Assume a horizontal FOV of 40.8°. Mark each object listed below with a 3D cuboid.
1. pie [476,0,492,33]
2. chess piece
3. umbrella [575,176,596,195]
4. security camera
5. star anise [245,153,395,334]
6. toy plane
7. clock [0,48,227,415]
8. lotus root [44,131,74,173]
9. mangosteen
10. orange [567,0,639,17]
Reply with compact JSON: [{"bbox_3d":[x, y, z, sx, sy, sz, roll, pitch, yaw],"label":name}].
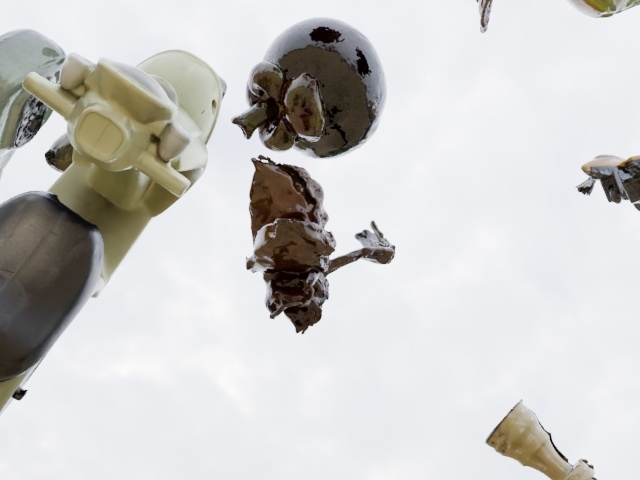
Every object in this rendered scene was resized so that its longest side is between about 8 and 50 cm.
[{"bbox_3d":[0.233,-0.388,1.184,0.033,0.088,0.191,5,-86,-2],"label":"pie"},{"bbox_3d":[0.245,0.235,0.844,0.172,0.060,0.060,40,-41,20],"label":"chess piece"},{"bbox_3d":[0.479,-0.102,1.531,0.031,0.083,0.020,-1,-56,43],"label":"umbrella"},{"bbox_3d":[-0.391,-0.122,1.031,0.080,0.157,0.301,40,-44,-1],"label":"security camera"},{"bbox_3d":[-0.008,0.003,1.162,0.148,0.346,0.237,-16,-98,27],"label":"star anise"},{"bbox_3d":[0.518,-0.101,1.400,0.204,0.316,0.103,-31,-103,44],"label":"toy plane"},{"bbox_3d":[-0.187,-0.004,0.629,0.120,0.379,0.276,33,-11,-6],"label":"clock"},{"bbox_3d":[-0.276,-0.117,1.144,0.089,0.179,0.080,11,-79,47],"label":"lotus root"},{"bbox_3d":[-0.023,-0.213,1.265,0.211,0.250,0.211,38,-39,39],"label":"mangosteen"},{"bbox_3d":[0.401,-0.396,1.140,0.237,0.158,0.179,-28,-65,-11],"label":"orange"}]
